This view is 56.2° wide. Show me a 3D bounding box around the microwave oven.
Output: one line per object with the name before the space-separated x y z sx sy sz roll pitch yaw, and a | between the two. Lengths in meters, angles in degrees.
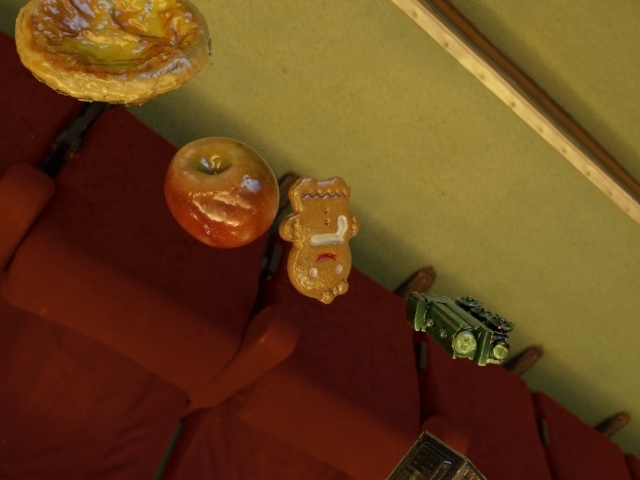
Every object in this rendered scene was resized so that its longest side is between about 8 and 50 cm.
microwave oven | 0.188 0.462 1.017 0.205 0.129 0.163 -48 121 -14

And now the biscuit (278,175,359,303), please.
biscuit | 0.002 0.001 1.149 0.184 0.035 0.248 -3 98 -38

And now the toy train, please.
toy train | 0.200 0.125 0.864 0.111 0.170 0.071 7 101 -14

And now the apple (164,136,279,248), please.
apple | -0.189 -0.089 1.159 0.211 0.234 0.173 -16 140 -8

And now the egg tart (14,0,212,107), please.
egg tart | -0.367 -0.352 1.091 0.342 0.341 0.132 13 148 -8
